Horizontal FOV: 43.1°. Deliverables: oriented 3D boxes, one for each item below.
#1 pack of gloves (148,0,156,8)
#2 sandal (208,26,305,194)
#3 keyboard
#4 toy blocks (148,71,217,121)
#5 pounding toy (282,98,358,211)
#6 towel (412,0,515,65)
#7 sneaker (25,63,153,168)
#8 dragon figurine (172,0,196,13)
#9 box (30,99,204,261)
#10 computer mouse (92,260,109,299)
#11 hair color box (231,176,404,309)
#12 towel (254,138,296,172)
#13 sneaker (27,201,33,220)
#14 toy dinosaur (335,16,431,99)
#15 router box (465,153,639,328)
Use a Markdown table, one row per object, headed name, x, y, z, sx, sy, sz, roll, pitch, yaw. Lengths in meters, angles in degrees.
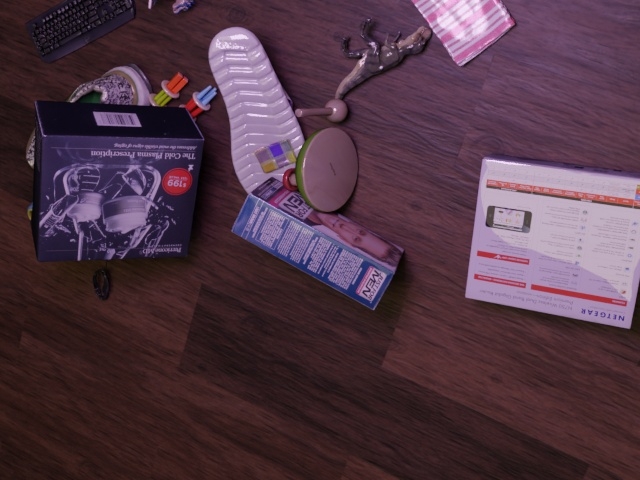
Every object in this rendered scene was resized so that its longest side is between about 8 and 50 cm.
| name | x | y | z | sx | sy | sz | roll | pitch | yaw |
| --- | --- | --- | --- | --- | --- | --- | --- | --- | --- |
| pack of gloves | -0.376 | -0.635 | 1.788 | 0.046 | 0.195 | 0.232 | 7 | 107 | -8 |
| sandal | -0.130 | -0.280 | 1.819 | 0.169 | 0.102 | 0.416 | -10 | 116 | 6 |
| keyboard | -0.604 | -0.582 | 1.985 | 0.317 | 0.033 | 0.201 | -19 | 94 | 25 |
| toy blocks | -0.320 | -0.340 | 1.909 | 0.148 | 0.054 | 0.123 | -36 | 88 | 26 |
| pounding toy | -0.018 | -0.183 | 1.765 | 0.110 | 0.183 | 0.236 | 9 | 111 | 40 |
| towel | 0.282 | -0.472 | 1.640 | 0.144 | 0.029 | 0.197 | -36 | 87 | 25 |
| sneaker | -0.609 | -0.293 | 1.970 | 0.410 | 0.182 | 0.158 | -31 | 89 | 26 |
| dragon figurine | -0.262 | -0.642 | 1.796 | 0.085 | 0.144 | 0.289 | 41 | 95 | 11 |
| box | -0.463 | -0.130 | 1.821 | 0.179 | 0.343 | 0.312 | -123 | 39 | -49 |
| computer mouse | -0.546 | 0.050 | 2.110 | 0.071 | 0.041 | 0.242 | 29 | 118 | 13 |
| hair color box | 0.000 | 0.000 | 1.760 | 0.347 | 0.174 | 0.105 | 29 | 111 | 3 |
| towel | -0.100 | -0.187 | 1.803 | 0.083 | 0.009 | 0.060 | -19 | 116 | 8 |
| sneaker | -0.575 | -0.094 | 1.977 | 0.319 | 0.208 | 0.127 | -12 | 128 | 28 |
| toy dinosaur | 0.101 | -0.396 | 1.719 | 0.268 | 0.064 | 0.118 | -31 | 96 | 29 |
| router box | 0.479 | -0.004 | 1.637 | 0.336 | 0.082 | 0.301 | 11 | 106 | 20 |
